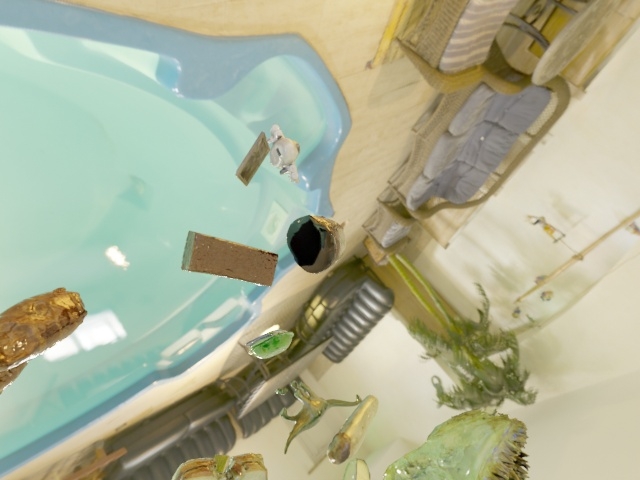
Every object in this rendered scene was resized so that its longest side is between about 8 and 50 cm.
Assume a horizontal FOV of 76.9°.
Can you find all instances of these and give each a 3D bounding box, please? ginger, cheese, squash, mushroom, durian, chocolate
[{"bbox_3d":[-0.897,0.300,1.192,0.254,0.176,0.418,-41,-170,27],"label":"ginger"},{"bbox_3d":[-0.211,0.414,1.636,0.204,0.083,0.320,-26,157,1],"label":"cheese"},{"bbox_3d":[0.138,0.982,1.608,0.085,0.192,0.184,-9,141,21],"label":"squash"},{"bbox_3d":[0.114,0.600,1.290,0.100,0.081,0.312,-54,164,20],"label":"mushroom"},{"bbox_3d":[0.286,0.490,0.834,0.163,0.198,0.394,6,124,-43],"label":"durian"},{"bbox_3d":[0.000,0.000,1.867,0.186,0.283,0.283,-27,157,-49],"label":"chocolate"}]

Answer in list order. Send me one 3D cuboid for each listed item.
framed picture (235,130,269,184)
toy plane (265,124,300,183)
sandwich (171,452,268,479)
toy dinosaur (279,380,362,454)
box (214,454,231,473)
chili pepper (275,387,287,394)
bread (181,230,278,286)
[{"bbox_3d":[-0.280,-0.332,1.682,0.209,0.019,0.281,-58,-179,0],"label":"framed picture"},{"bbox_3d":[-0.137,-0.337,1.578,0.117,0.244,0.244,-22,157,-14],"label":"toy plane"},{"bbox_3d":[-0.293,0.742,1.149,0.273,0.095,0.249,7,94,-24],"label":"sandwich"},{"bbox_3d":[0.008,0.619,1.395,0.087,0.301,0.447,-39,-170,26],"label":"toy dinosaur"},{"bbox_3d":[-0.320,0.896,1.404,0.175,0.062,0.260,-73,149,-50],"label":"box"},{"bbox_3d":[-0.131,0.496,1.330,0.083,0.027,0.022,-34,-148,58],"label":"chili pepper"},{"bbox_3d":[-0.371,0.084,1.690,0.417,0.113,0.165,19,79,-43],"label":"bread"}]
